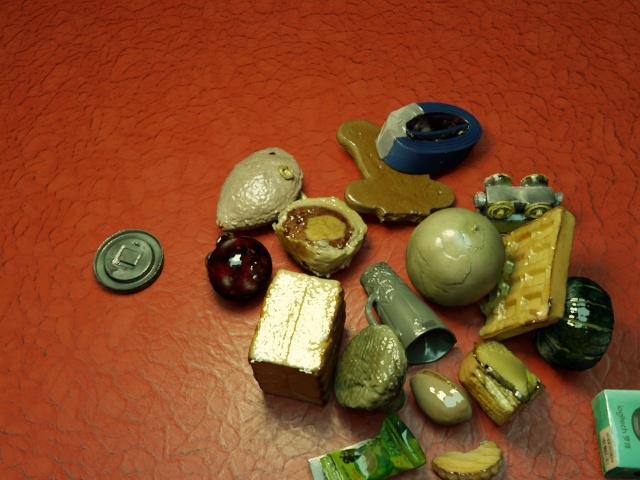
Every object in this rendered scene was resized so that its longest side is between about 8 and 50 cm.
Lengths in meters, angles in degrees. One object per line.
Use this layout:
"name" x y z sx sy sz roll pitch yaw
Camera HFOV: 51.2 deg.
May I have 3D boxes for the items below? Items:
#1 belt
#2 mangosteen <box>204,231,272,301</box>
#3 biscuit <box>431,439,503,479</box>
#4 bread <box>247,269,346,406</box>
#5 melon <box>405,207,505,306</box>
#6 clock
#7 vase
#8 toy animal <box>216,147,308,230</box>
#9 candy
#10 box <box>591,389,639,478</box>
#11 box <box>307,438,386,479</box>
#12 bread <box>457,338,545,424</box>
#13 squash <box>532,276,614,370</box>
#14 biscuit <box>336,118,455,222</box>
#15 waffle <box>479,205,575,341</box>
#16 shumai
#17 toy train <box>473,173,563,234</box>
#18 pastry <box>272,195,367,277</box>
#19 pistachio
"belt" 0.349 -0.333 2.136 0.347 0.117 0.212 -12 64 -26
"mangosteen" -0.242 0.081 1.954 0.210 0.210 0.209 -2 59 3
"biscuit" 0.378 0.574 1.685 0.183 0.061 0.118 -10 18 -3
"bread" -0.054 0.261 1.778 0.207 0.279 0.279 9 63 10
"melon" 0.375 0.042 1.852 0.269 0.330 0.268 1 62 -2
"clock" -0.589 0.065 2.064 0.215 0.042 0.214 -2 59 3
"vase" 0.217 0.198 1.875 0.251 0.156 0.300 -1 44 -38
"toy animal" -0.185 -0.156 2.085 0.227 0.188 0.358 23 63 29
"candy" 0.126 0.549 1.665 0.246 0.069 0.149 -24 65 -19
"box" 0.867 0.489 1.679 0.312 0.118 0.205 1 61 5
"box" 0.097 0.676 1.652 0.181 0.047 0.324 -15 59 -8
"bread" 0.454 0.364 1.741 0.162 0.262 0.204 -48 64 17
"squash" 0.672 0.221 1.776 0.165 0.252 0.252 20 62 4
"biscuit" 0.217 -0.222 2.135 0.368 0.076 0.394 -4 59 -20
"waffle" 0.563 0.102 1.828 0.078 0.304 0.348 26 62 -15
"shumai" 0.174 0.342 1.712 0.204 0.272 0.222 18 64 -24
"toy train" 0.587 -0.107 2.018 0.261 0.177 0.134 1 59 3
"pastry" -0.001 -0.006 2.008 0.237 0.170 0.256 -28 49 -37
"pistachio" 0.317 0.413 1.754 0.124 0.124 0.185 -41 64 -19
